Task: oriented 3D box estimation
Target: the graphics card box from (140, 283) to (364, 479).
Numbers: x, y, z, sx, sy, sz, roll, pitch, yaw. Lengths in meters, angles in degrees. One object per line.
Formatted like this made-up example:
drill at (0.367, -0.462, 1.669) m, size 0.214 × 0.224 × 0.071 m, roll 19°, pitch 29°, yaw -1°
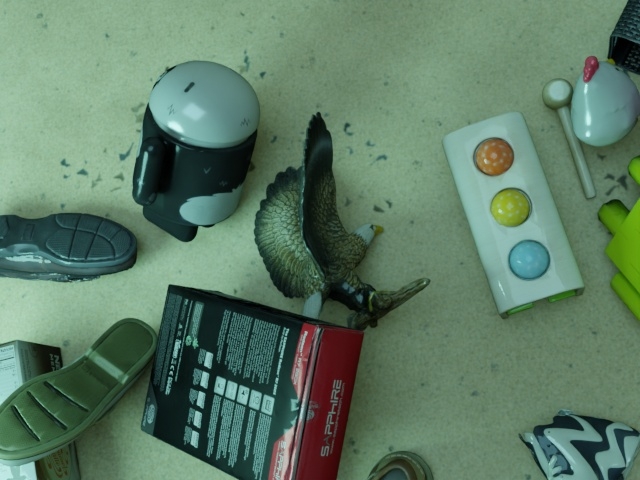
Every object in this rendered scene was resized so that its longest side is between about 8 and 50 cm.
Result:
graphics card box at (-0.106, 0.202, 1.481) m, size 0.371 × 0.094 × 0.233 m, roll 9°, pitch 89°, yaw 49°

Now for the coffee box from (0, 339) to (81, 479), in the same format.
coffee box at (-0.455, 0.287, 1.631) m, size 0.098 × 0.141 × 0.246 m, roll -15°, pitch 75°, yaw 10°

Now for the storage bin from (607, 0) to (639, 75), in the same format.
storage bin at (0.517, -0.281, 1.536) m, size 0.180 × 0.122 × 0.084 m, roll 25°, pitch 85°, yaw 16°

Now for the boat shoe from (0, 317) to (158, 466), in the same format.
boat shoe at (-0.359, 0.238, 1.563) m, size 0.113 × 0.103 × 0.302 m, roll 42°, pitch 50°, yaw 15°

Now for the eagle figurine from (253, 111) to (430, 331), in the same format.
eagle figurine at (0.005, -0.003, 1.567) m, size 0.226 × 0.225 × 0.298 m, roll -38°, pitch 84°, yaw 17°

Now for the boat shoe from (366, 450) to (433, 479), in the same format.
boat shoe at (0.061, 0.450, 1.492) m, size 0.123 × 0.116 × 0.324 m, roll 16°, pitch 83°, yaw 15°

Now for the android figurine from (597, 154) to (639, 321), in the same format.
android figurine at (0.489, 0.007, 1.442) m, size 0.273 × 0.056 × 0.248 m, roll 57°, pitch 131°, yaw 45°

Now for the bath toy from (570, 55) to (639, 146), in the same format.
bath toy at (0.495, -0.200, 1.415) m, size 0.348 × 0.129 × 0.151 m, roll 5°, pitch 46°, yaw 37°

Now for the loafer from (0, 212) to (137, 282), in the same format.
loafer at (-0.434, 0.019, 1.720) m, size 0.302 × 0.095 × 0.109 m, roll 4°, pitch 49°, yaw 9°

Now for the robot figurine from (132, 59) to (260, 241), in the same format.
robot figurine at (-0.192, -0.136, 1.605) m, size 0.173 × 0.278 × 0.209 m, roll 7°, pitch 38°, yaw -14°

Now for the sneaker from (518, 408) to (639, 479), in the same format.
sneaker at (0.325, 0.329, 1.453) m, size 0.153 × 0.094 × 0.235 m, roll 23°, pitch 66°, yaw 25°

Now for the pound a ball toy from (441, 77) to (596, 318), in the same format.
pound a ball toy at (0.307, -0.072, 1.535) m, size 0.208 × 0.136 × 0.319 m, roll -18°, pitch 76°, yaw 9°
